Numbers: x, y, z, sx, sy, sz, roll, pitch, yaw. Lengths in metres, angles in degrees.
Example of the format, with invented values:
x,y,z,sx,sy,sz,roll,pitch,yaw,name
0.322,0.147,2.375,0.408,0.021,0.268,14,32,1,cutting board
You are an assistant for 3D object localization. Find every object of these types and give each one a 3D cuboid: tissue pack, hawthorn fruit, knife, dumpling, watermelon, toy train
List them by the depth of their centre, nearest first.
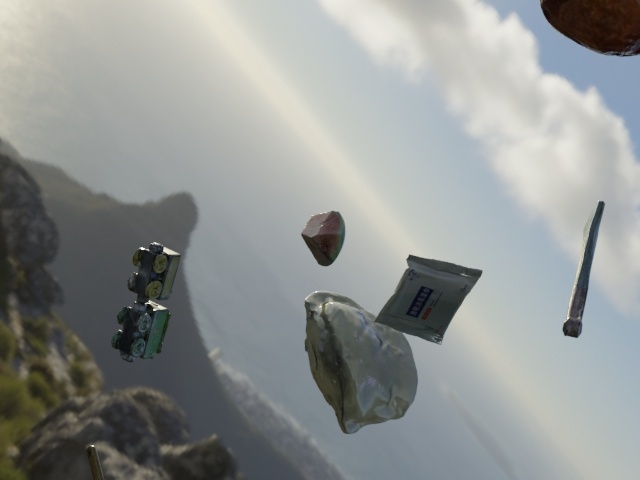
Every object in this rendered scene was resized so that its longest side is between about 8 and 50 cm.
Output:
x,y,z,sx,sy,sz,roll,pitch,yaw,name
0.398,-0.343,1.492,0.173,0.173,0.179,46,13,-48,hawthorn fruit
0.171,0.095,1.747,0.123,0.193,0.026,14,47,-7,tissue pack
-0.280,0.100,1.753,0.060,0.202,0.081,22,12,28,toy train
0.003,-0.002,1.799,0.072,0.092,0.084,25,31,1,watermelon
-0.390,0.491,1.949,0.022,0.046,0.256,21,38,-50,knife
0.090,0.239,2.288,0.187,0.243,0.318,126,-46,-66,dumpling

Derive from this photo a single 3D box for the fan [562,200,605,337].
x,y,z,sx,sy,sz,roll,pitch,yaw,name
0.328,0.031,1.333,0.023,0.057,0.282,24,34,4,fan
